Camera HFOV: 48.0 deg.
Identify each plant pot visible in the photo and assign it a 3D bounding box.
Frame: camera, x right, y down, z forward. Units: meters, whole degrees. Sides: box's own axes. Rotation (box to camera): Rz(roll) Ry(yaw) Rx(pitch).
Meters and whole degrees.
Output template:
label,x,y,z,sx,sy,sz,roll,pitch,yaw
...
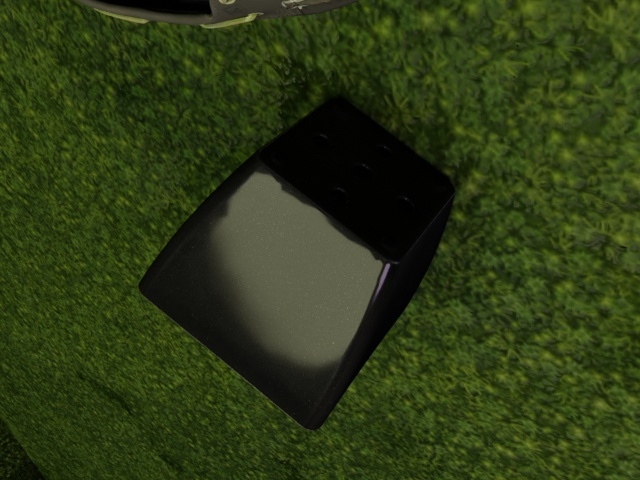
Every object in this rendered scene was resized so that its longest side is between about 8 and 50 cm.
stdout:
label,x,y,z,sx,sy,sz,roll,pitch,yaw
plant pot,0.000,0.000,0.585,0.187,0.188,0.167,39,131,6

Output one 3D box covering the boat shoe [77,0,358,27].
label,x,y,z,sx,sy,sz,roll,pitch,yaw
boat shoe,-0.066,-0.200,0.499,0.305,0.091,0.109,13,135,35
